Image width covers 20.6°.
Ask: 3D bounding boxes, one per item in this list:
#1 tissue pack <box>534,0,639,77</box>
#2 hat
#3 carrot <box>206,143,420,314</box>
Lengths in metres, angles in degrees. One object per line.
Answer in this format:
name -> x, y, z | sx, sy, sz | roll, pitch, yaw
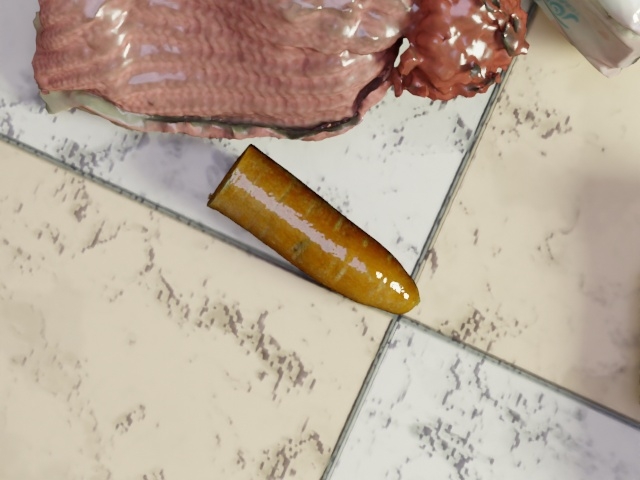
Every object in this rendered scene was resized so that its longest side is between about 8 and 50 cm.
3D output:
tissue pack -> 0.152, -0.259, 1.031 | 0.201, 0.124, 0.271 | -44, 87, -6
hat -> -0.016, -0.156, 1.021 | 0.286, 0.107, 0.236 | 16, 108, 4
carrot -> 0.000, 0.000, 1.039 | 0.139, 0.048, 0.048 | 36, 84, 0
